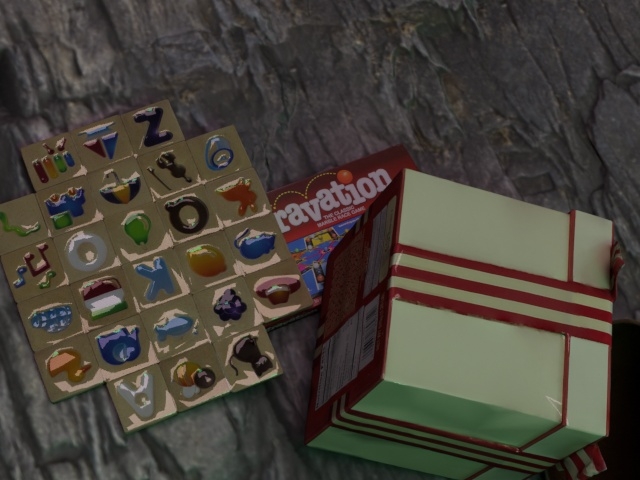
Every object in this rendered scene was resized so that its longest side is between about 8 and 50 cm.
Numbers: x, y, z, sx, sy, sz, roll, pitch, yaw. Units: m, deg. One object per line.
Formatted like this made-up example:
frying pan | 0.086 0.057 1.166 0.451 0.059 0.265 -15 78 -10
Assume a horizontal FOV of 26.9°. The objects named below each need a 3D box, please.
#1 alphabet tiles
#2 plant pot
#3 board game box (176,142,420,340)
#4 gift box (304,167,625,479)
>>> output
alphabet tiles | -0.181 0.019 1.400 0.285 0.011 0.343 -20 69 -11
plant pot | 0.379 0.207 1.339 0.230 0.215 0.215 15 61 -22
board game box | 0.000 0.000 1.455 0.281 0.027 0.145 -21 68 -19
gift box | 0.153 0.100 1.287 0.258 0.276 0.255 15 67 -15
